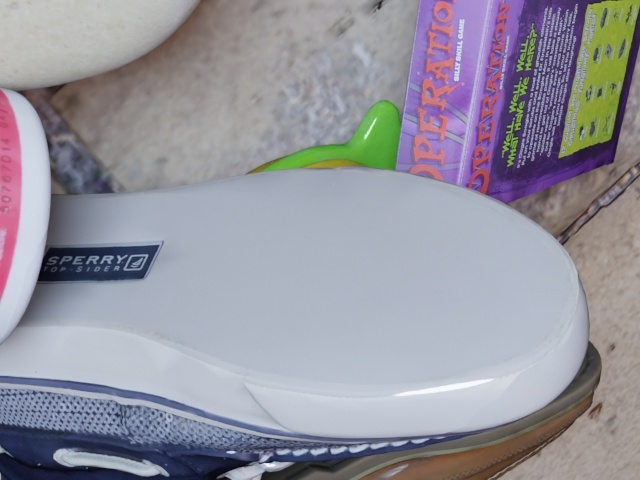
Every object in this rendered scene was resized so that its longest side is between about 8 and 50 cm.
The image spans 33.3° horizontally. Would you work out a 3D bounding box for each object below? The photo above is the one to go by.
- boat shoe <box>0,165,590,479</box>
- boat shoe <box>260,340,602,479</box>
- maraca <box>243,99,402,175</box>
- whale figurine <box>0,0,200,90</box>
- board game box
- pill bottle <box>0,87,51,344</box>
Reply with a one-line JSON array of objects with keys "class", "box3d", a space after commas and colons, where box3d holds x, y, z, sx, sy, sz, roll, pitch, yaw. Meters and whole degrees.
[{"class": "boat shoe", "box3d": [-0.041, 0.064, 0.491, 0.127, 0.340, 0.158, -62, 143, -38]}, {"class": "boat shoe", "box3d": [0.038, 0.141, 0.689, 0.307, 0.111, 0.104, -17, 124, -13]}, {"class": "maraca", "box3d": [0.000, 0.000, 0.598, 0.185, 0.099, 0.127, -39, 137, -20]}, {"class": "whale figurine", "box3d": [-0.136, -0.179, 0.378, 0.216, 0.141, 0.272, -12, 144, 9]}, {"class": "board game box", "box3d": [0.134, -0.194, 0.574, 0.208, 0.056, 0.347, -22, 126, -53]}, {"class": "pill bottle", "box3d": [-0.198, -0.017, 0.376, 0.180, 0.108, 0.108, 8, 107, -37]}]
